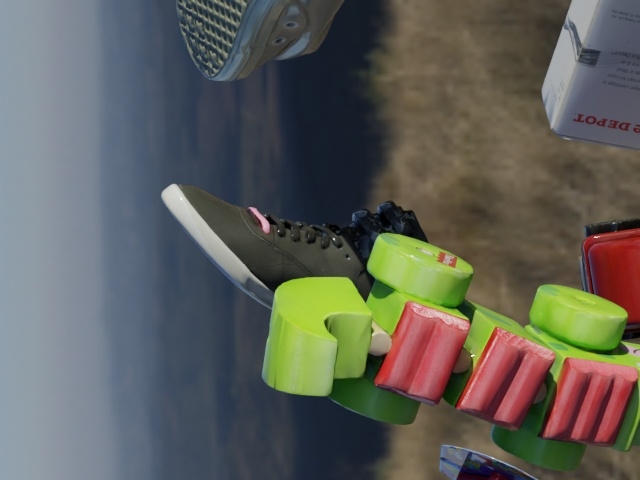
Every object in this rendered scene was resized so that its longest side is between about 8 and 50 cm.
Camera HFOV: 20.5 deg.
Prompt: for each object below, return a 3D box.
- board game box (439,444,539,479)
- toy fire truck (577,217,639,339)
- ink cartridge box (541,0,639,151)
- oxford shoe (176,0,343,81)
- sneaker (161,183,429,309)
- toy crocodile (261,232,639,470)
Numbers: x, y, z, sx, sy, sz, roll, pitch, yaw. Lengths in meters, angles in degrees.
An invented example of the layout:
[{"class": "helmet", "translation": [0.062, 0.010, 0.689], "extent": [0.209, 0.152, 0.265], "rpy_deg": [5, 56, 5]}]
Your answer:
[{"class": "board game box", "translation": [0.183, 0.273, 1.892], "extent": [0.168, 0.133, 0.033], "rpy_deg": [85, -151, -67]}, {"class": "toy fire truck", "translation": [0.365, 0.049, 1.642], "extent": [0.246, 0.217, 0.158], "rpy_deg": [-17, -81, -89]}, {"class": "ink cartridge box", "translation": [0.328, -0.205, 1.757], "extent": [0.092, 0.160, 0.219], "rpy_deg": [-95, 18, -55]}, {"class": "oxford shoe", "translation": [-0.008, -0.275, 1.512], "extent": [0.169, 0.130, 0.449], "rpy_deg": [69, 156, 13]}, {"class": "sneaker", "translation": [0.000, 0.000, 1.592], "extent": [0.147, 0.296, 0.104], "rpy_deg": [-49, 26, 8]}, {"class": "toy crocodile", "translation": [0.115, 0.082, 1.145], "extent": [0.105, 0.341, 0.115], "rpy_deg": [41, 112, 61]}]
